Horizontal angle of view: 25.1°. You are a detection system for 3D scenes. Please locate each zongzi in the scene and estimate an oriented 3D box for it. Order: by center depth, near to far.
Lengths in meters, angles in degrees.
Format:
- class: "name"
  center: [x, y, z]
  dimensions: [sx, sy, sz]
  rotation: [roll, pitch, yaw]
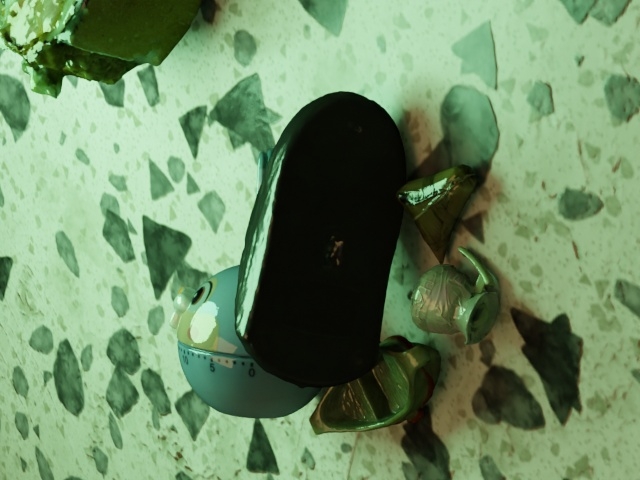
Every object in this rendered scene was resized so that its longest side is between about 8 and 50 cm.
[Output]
- class: "zongzi"
  center: [0.115, -0.021, 1.269]
  dimensions: [0.076, 0.040, 0.083]
  rotation: [-18, 100, 44]

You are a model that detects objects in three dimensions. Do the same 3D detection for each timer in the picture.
- class: "timer"
  center: [-0.079, 0.054, 1.414]
  dimensions: [0.175, 0.175, 0.255]
  rotation: [-12, 99, 51]

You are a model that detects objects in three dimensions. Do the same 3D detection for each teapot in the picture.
- class: "teapot"
  center: [0.124, 0.050, 1.268]
  dimensions: [0.064, 0.064, 0.083]
  rotation: [24, 89, 35]

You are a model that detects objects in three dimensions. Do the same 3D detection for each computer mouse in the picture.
- class: "computer mouse"
  center: [0.000, 0.000, 1.314]
  dimensions: [0.086, 0.137, 0.270]
  rotation: [177, 104, -74]

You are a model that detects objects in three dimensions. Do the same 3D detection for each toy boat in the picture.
- class: "toy boat"
  center: [0.061, 0.136, 1.355]
  dimensions: [0.185, 0.071, 0.089]
  rotation: [-42, 72, 47]

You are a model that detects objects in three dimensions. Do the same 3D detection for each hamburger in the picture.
- class: "hamburger"
  center: [-0.215, -0.274, 1.468]
  dimensions: [0.167, 0.192, 0.288]
  rotation: [30, 99, 33]
